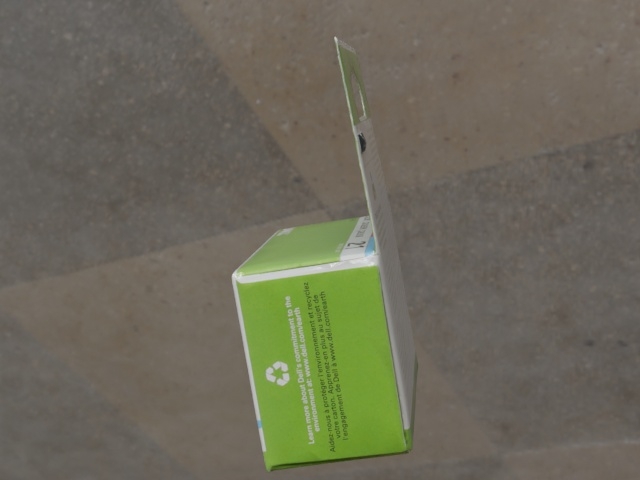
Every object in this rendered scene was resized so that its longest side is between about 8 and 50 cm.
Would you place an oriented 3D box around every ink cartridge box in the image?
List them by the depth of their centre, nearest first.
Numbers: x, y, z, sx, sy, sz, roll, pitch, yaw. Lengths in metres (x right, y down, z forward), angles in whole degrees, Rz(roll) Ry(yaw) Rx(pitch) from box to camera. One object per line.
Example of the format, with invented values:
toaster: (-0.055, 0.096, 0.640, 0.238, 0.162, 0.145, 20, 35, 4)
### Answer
ink cartridge box: (0.000, 0.000, 0.653, 0.097, 0.189, 0.255, -10, 98, 8)
